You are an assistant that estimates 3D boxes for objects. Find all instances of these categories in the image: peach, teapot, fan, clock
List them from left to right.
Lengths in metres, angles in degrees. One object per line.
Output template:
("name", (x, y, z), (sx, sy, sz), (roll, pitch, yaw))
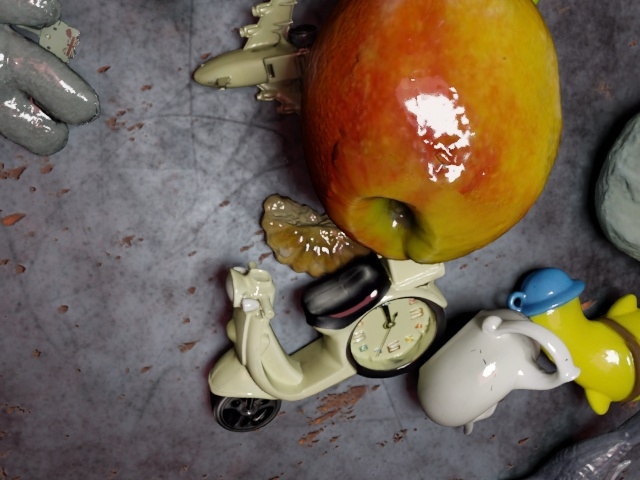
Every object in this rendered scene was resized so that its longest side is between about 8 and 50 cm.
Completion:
("fan", (-0.373, -0.278, 0.879), (0.083, 0.004, 0.055), (18, 95, -13))
("clock", (-0.001, 0.121, 0.932), (0.379, 0.120, 0.276), (-21, 125, -9))
("peach", (0.126, -0.164, 0.759), (0.290, 0.373, 0.372), (-6, 103, 34))
("teapot", (0.247, 0.192, 0.944), (0.208, 0.299, 0.165), (-23, 78, -25))

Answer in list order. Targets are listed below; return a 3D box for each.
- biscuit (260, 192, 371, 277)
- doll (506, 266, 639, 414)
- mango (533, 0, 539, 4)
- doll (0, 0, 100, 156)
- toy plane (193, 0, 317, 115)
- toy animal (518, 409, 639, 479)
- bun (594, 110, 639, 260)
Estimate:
("biscuit", (0.000, 0.000, 0.964), (0.183, 0.061, 0.118), (7, 98, -12))
("doll", (0.453, 0.171, 1.033), (0.363, 0.145, 0.199), (27, 81, -9))
("mango", (0.221, -0.451, 0.890), (0.193, 0.156, 0.342), (-7, 96, -17))
("doll", (-0.438, -0.261, 0.818), (0.340, 0.158, 0.246), (36, 122, -28))
("toy plane", (-0.049, -0.250, 0.892), (0.256, 0.104, 0.241), (-16, 127, -4))
("toy animal", (0.451, 0.381, 1.068), (0.367, 0.081, 0.206), (-37, 126, 21))
("bun", (0.606, -0.080, 0.962), (0.355, 0.194, 0.354), (2, 109, 5))
